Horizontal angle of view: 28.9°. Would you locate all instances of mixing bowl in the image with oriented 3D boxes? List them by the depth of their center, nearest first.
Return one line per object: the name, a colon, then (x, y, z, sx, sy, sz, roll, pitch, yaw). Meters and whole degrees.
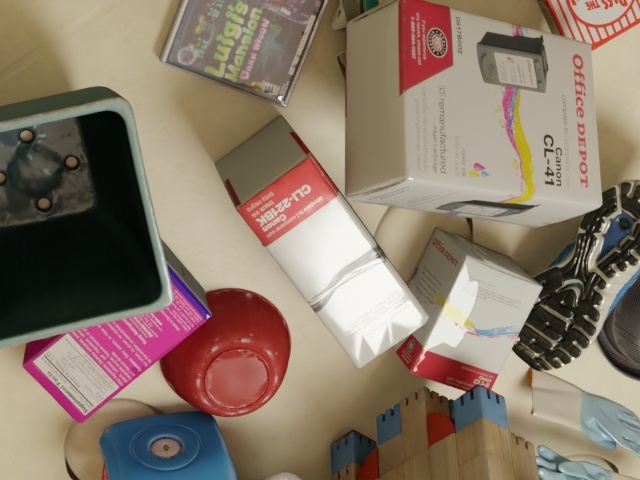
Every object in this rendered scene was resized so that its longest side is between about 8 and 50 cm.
mixing bowl: (-0.117, 0.165, 1.640, 0.181, 0.098, 0.181, -5, 110, -13)

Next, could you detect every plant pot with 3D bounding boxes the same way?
plant pot: (-0.325, -0.051, 1.429, 0.247, 0.252, 0.248, -13, 111, -9)

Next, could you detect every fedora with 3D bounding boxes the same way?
fedora: (0.535, 0.110, 1.771, 0.275, 0.124, 0.244, -5, 110, -12)

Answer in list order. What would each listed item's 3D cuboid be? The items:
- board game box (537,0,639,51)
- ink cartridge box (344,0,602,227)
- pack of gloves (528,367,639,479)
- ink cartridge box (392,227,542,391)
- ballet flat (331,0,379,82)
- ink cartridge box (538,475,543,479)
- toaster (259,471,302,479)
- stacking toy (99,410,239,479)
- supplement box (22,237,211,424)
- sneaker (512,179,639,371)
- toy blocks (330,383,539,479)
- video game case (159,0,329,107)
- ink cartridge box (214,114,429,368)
board game box: (0.345, -0.352, 1.607, 0.147, 0.045, 0.193, -31, 113, -2)
ink cartridge box: (0.186, -0.149, 1.508, 0.306, 0.131, 0.226, 5, 77, -31)
pack of gloves: (0.387, 0.312, 1.795, 0.232, 0.195, 0.046, 24, 139, -20)
ink cartridge box: (0.191, 0.095, 1.676, 0.127, 0.128, 0.176, 20, 103, -20)
ballet flat: (0.047, -0.254, 1.556, 0.068, 0.072, 0.213, -6, 110, 19)
ink cartridge box: (0.269, 0.417, 1.785, 0.171, 0.168, 0.233, -41, 113, 3)
toaster: (-0.076, 0.396, 1.588, 0.227, 0.129, 0.146, -22, 144, -42)
stacking toy: (-0.210, 0.393, 1.684, 0.166, 0.175, 0.302, -7, 124, -17)
supplement box: (-0.258, 0.110, 1.573, 0.220, 0.111, 0.114, -38, 107, 2)
sneaker: (0.377, 0.050, 1.700, 0.130, 0.147, 0.330, 46, 121, 17)
toy blocks: (0.143, 0.319, 1.626, 0.191, 0.261, 0.381, 29, 131, -30)
video game case: (-0.086, -0.280, 1.535, 0.173, 0.022, 0.190, 18, 103, -19)
ink cartridge box: (0.000, 0.000, 1.558, 0.114, 0.197, 0.273, -37, 113, 2)
